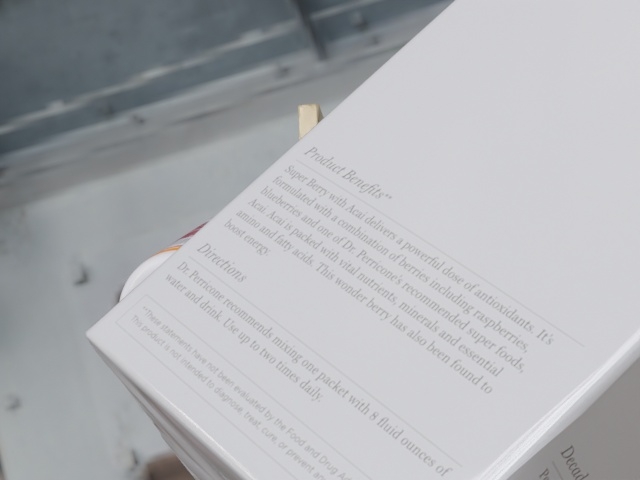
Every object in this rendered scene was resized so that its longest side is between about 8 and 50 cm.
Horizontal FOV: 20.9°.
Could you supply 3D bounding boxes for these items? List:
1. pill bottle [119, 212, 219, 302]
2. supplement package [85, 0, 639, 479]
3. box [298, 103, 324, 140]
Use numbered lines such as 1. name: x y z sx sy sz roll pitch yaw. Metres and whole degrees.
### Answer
1. pill bottle: -0.046 0.027 1.002 0.086 0.086 0.152 -19 8 28
2. supplement package: 0.102 0.024 0.633 0.293 0.175 0.177 -42 44 -12
3. box: 0.000 0.000 1.540 0.021 0.201 0.164 -2 -18 7
